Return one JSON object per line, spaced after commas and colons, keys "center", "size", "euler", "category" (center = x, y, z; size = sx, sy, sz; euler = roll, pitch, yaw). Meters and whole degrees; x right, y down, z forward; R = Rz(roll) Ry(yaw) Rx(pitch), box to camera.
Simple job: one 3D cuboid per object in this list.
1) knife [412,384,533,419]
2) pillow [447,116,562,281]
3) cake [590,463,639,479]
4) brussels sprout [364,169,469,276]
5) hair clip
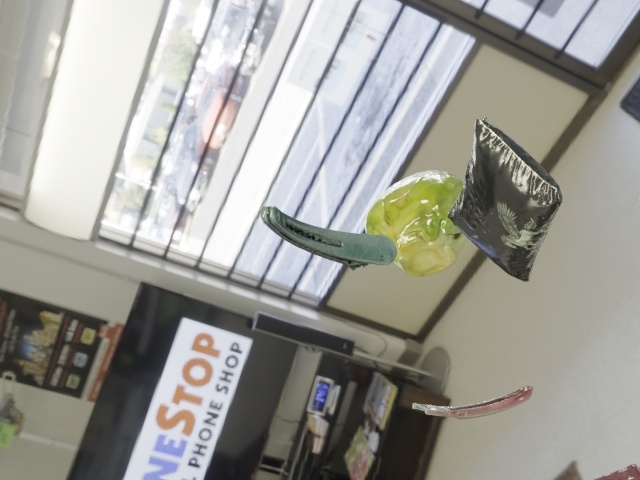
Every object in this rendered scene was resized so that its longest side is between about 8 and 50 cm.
{"center": [0.359, 0.379, 1.465], "size": [0.123, 0.277, 0.053], "euler": [157, 106, -81], "category": "knife"}
{"center": [0.219, -0.039, 0.762], "size": [0.055, 0.141, 0.208], "euler": [-36, -24, -16], "category": "pillow"}
{"center": [0.245, 0.309, 0.651], "size": [0.295, 0.116, 0.113], "euler": [-27, 35, 33], "category": "cake"}
{"center": [0.182, -0.040, 1.169], "size": [0.223, 0.223, 0.161], "euler": [-102, 1, -63], "category": "brussels sprout"}
{"center": [0.000, 0.000, 0.827], "size": [0.083, 0.275, 0.048], "euler": [-6, 77, 34], "category": "hair clip"}
